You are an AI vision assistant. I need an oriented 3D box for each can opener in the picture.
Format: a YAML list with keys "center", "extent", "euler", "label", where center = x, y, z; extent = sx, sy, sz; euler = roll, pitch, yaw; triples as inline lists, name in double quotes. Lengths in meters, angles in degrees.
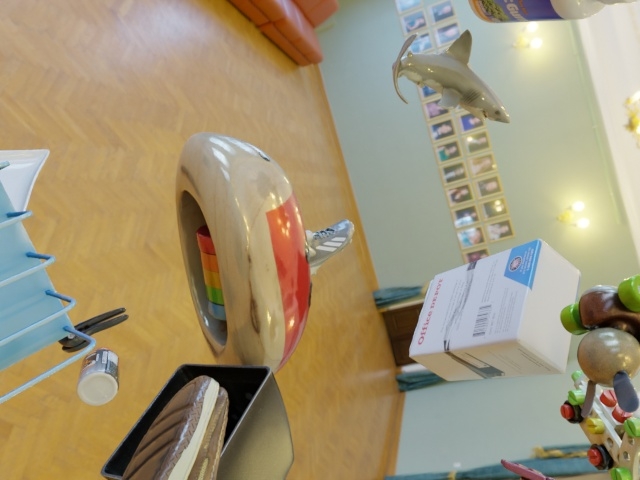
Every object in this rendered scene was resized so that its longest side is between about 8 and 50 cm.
- center: [-0.610, 0.231, 1.324]
  extent: [0.059, 0.186, 0.073]
  euler: [52, -21, 20]
  label: "can opener"

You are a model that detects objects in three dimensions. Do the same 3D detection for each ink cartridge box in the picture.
- center: [0.446, 0.201, 1.302]
  extent: [0.166, 0.395, 0.286]
  euler: [34, 61, -15]
  label: "ink cartridge box"

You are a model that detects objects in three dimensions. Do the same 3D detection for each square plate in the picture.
- center: [-0.832, -0.112, 1.129]
  extent: [0.347, 0.343, 0.049]
  euler: [-114, -157, -51]
  label: "square plate"

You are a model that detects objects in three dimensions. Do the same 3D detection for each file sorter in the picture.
- center: [-0.273, 0.036, 0.387]
  extent: [0.118, 0.104, 0.171]
  euler: [-31, 112, -38]
  label: "file sorter"

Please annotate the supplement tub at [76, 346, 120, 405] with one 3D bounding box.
- center: [-0.681, 0.411, 1.521]
  extent: [0.190, 0.116, 0.117]
  euler: [34, -32, 65]
  label: "supplement tub"

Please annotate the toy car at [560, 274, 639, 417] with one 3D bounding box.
- center: [0.442, 0.173, 0.725]
  extent: [0.188, 0.148, 0.155]
  euler: [-60, 179, -30]
  label: "toy car"

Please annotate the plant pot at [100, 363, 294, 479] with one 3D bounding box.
- center: [-0.146, 0.302, 0.691]
  extent: [0.187, 0.188, 0.167]
  euler: [-57, 130, -45]
  label: "plant pot"

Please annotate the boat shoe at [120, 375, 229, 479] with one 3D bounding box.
- center: [-0.125, 0.245, 0.410]
  extent: [0.095, 0.095, 0.258]
  euler: [40, 45, -22]
  label: "boat shoe"

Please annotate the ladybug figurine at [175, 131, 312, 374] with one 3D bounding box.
- center: [-0.122, 0.041, 0.824]
  extent: [0.305, 0.161, 0.450]
  euler: [32, -49, 51]
  label: "ladybug figurine"

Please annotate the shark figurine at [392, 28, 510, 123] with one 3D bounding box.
- center: [0.196, -0.286, 0.792]
  extent: [0.278, 0.116, 0.166]
  euler: [6, 40, -38]
  label: "shark figurine"

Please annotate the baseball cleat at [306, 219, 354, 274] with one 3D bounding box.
- center: [0.000, 0.000, 1.125]
  extent: [0.206, 0.072, 0.110]
  euler: [-47, 131, -28]
  label: "baseball cleat"

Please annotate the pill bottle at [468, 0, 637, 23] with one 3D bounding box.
- center: [0.387, -0.441, 0.807]
  extent: [0.272, 0.152, 0.152]
  euler: [34, -27, 55]
  label: "pill bottle"

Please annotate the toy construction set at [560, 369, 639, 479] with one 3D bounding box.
- center: [0.571, 0.318, 0.926]
  extent: [0.328, 0.151, 0.215]
  euler: [-75, 172, -55]
  label: "toy construction set"

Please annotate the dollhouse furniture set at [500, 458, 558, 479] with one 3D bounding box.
- center: [0.424, 0.530, 0.833]
  extent: [0.374, 0.152, 0.202]
  euler: [37, 68, -38]
  label: "dollhouse furniture set"
